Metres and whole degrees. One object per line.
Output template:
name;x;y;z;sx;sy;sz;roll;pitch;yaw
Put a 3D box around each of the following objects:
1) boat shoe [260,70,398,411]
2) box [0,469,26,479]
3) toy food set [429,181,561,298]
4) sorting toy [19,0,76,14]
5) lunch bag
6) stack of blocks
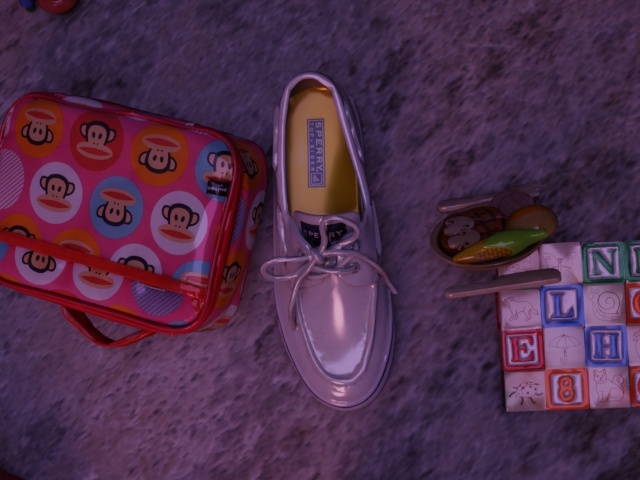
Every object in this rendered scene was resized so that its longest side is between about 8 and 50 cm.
boat shoe;0.009;-0.002;1.305;0.136;0.156;0.367;-3;86;6
box;-0.406;0.304;1.281;0.148;0.232;0.127;-52;45;1
toy food set;0.176;-0.016;1.279;0.132;0.192;0.038;-10;121;7
sorting toy;-0.319;-0.288;1.423;0.061;0.042;0.102;-40;71;-13
lunch bag;-0.216;-0.014;1.337;0.293;0.120;0.258;14;96;18
stack of blocks;0.335;0.086;1.299;0.297;0.087;0.171;-3;86;6
